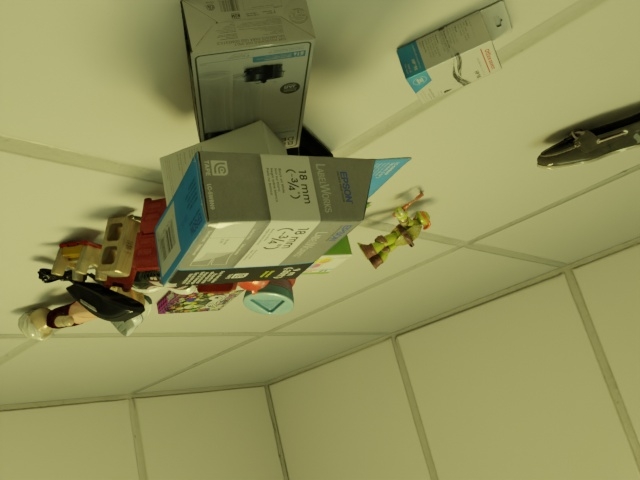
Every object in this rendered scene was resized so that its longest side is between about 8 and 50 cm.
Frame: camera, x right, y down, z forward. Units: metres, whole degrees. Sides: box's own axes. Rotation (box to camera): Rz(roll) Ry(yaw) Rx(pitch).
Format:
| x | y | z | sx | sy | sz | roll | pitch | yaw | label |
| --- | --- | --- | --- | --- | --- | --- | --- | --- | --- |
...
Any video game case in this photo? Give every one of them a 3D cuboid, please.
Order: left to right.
| x | y | z | sx | sy | sz | roll | pitch | yaw | label |
| --- | --- | --- | --- | --- | --- | --- | --- | --- | --- |
| -0.355 | 0.164 | 1.988 | 0.210 | 0.042 | 0.232 | 1 | 156 | -35 | video game case |

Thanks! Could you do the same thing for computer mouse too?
| x | y | z | sx | sy | sz | roll | pitch | yaw | label |
| --- | --- | --- | --- | --- | --- | --- | --- | --- | --- |
| -0.510 | 0.133 | 1.529 | 0.262 | 0.060 | 0.184 | 21 | -178 | 12 | computer mouse |

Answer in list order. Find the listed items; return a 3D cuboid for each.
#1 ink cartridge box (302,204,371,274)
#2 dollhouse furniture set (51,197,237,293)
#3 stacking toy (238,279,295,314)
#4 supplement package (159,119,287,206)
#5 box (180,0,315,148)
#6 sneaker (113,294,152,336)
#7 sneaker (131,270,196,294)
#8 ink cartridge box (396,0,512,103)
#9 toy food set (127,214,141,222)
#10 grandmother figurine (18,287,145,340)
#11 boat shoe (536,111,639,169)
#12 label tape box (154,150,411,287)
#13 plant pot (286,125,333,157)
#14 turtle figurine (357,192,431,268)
| x | y | z | sx | sy | sz | roll | pitch | yaw | label |
| --- | --- | --- | --- | --- | --- | --- | --- | --- | --- |
| 0.000 | 0.000 | 1.703 | 0.188 | 0.097 | 0.255 | -1 | 158 | -35 | ink cartridge box |
| -0.367 | 0.019 | 1.414 | 0.374 | 0.152 | 0.201 | -4 | 159 | 34 | dollhouse furniture set |
| -0.211 | 0.105 | 1.632 | 0.279 | 0.130 | 0.309 | -3 | 149 | 13 | stacking toy |
| -0.143 | -0.097 | 1.035 | 0.179 | 0.105 | 0.105 | -17 | 161 | 13 | supplement package |
| -0.106 | -0.232 | 0.974 | 0.169 | 0.087 | 0.290 | -10 | 161 | -11 | box |
| -0.548 | 0.215 | 1.920 | 0.091 | 0.094 | 0.258 | -42 | -168 | -31 | sneaker |
| -0.406 | 0.088 | 1.675 | 0.178 | 0.072 | 0.077 | 2 | 149 | -5 | sneaker |
| 0.227 | -0.301 | 1.069 | 0.180 | 0.060 | 0.104 | -21 | 160 | 19 | ink cartridge box |
| -0.364 | -0.036 | 1.450 | 0.077 | 0.019 | 0.122 | -14 | 152 | 6 | toy food set |
| -0.646 | 0.188 | 1.762 | 0.342 | 0.104 | 0.208 | -16 | 174 | 10 | grandmother figurine |
| 0.668 | -0.247 | 1.541 | 0.335 | 0.096 | 0.112 | -13 | -163 | 5 | boat shoe |
| -0.049 | -0.026 | 0.972 | 0.333 | 0.106 | 0.240 | -2 | 158 | -28 | label tape box |
| -0.078 | -0.094 | 1.271 | 0.166 | 0.188 | 0.188 | -9 | 164 | 19 | plant pot |
| 0.215 | -0.012 | 1.761 | 0.217 | 0.087 | 0.269 | -36 | 162 | 5 | turtle figurine |
